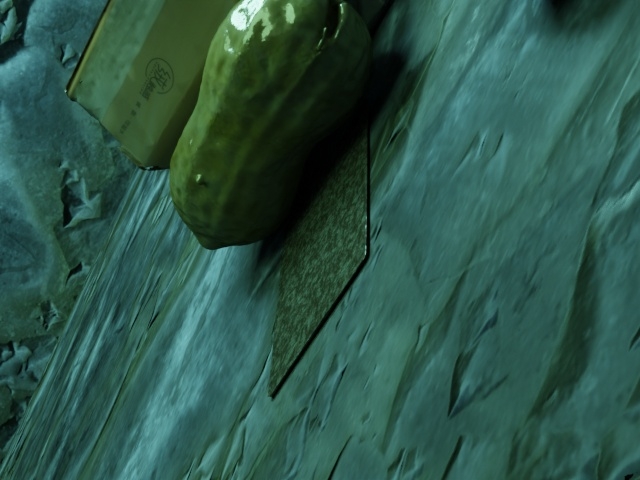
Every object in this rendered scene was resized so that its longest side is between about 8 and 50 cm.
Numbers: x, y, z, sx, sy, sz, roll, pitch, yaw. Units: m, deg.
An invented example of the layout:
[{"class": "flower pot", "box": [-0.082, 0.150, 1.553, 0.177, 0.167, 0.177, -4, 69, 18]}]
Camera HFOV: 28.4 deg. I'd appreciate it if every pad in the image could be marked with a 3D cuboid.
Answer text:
[{"class": "pad", "box": [0.000, 0.000, 1.026, 0.158, 0.003, 0.235, -57, 17, 31]}]

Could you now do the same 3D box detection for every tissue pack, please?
[{"class": "tissue pack", "box": [-0.067, -0.212, 1.240, 0.305, 0.238, 0.239, -55, 18, 33]}]

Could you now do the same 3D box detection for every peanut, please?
[{"class": "peanut", "box": [-0.053, -0.105, 1.119, 0.149, 0.149, 0.313, -82, 13, -48]}]
